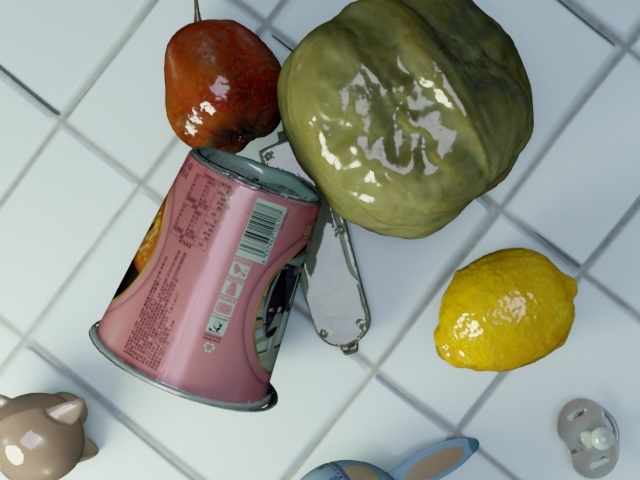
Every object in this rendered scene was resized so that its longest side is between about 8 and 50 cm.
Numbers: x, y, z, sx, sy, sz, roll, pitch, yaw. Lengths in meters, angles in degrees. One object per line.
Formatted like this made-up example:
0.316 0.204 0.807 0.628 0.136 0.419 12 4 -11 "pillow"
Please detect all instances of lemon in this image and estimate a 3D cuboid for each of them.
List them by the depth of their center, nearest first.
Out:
0.215 0.085 1.658 0.187 0.142 0.142 -31 88 15 "lemon"

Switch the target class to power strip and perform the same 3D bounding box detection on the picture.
0.000 0.001 1.719 0.080 0.048 0.286 -17 89 7 "power strip"

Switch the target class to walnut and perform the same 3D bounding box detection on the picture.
0.103 -0.152 1.607 0.282 0.253 0.277 -31 89 5 "walnut"

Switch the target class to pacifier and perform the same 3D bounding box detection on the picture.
0.331 0.235 1.681 0.081 0.078 0.099 -25 88 -17 "pacifier"

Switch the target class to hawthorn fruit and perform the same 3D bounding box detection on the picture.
-0.128 -0.208 1.682 0.162 0.162 0.204 -23 71 4 "hawthorn fruit"

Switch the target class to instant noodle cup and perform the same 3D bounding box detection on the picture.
-0.116 0.036 1.622 0.243 0.244 0.255 23 101 4 "instant noodle cup"

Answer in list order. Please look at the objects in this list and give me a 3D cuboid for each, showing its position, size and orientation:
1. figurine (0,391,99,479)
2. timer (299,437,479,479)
-0.346 0.239 1.717 0.138 0.125 0.125 -13 89 -5 "figurine"
0.080 0.330 1.661 0.255 0.175 0.175 -11 90 4 "timer"
